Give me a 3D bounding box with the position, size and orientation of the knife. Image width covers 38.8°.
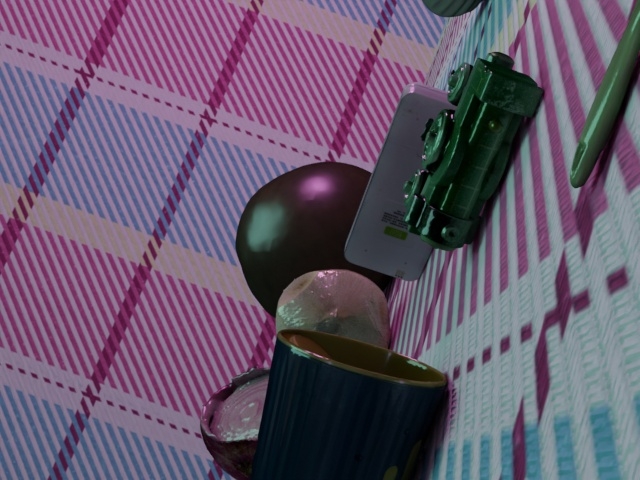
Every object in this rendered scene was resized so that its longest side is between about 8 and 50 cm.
[{"bbox_3d":[0.169,-0.124,0.468,0.030,0.014,0.207,33,-102,-87],"label":"knife"}]

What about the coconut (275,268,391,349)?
[{"bbox_3d":[0.017,0.116,1.194,0.162,0.161,0.161,1,-72,-88],"label":"coconut"}]

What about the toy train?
[{"bbox_3d":[0.127,-0.072,0.782,0.104,0.071,0.178,-96,26,-67],"label":"toy train"}]

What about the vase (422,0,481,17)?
[{"bbox_3d":[0.259,-0.483,1.644,0.248,0.128,0.128,-163,93,-82],"label":"vase"}]

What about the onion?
[{"bbox_3d":[-0.067,0.294,1.374,0.200,0.207,0.200,-25,-90,-87],"label":"onion"}]

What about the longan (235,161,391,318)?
[{"bbox_3d":[0.004,0.002,1.543,0.297,0.297,0.297,20,-90,-89],"label":"longan"}]

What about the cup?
[{"bbox_3d":[0.021,0.159,0.693,0.176,0.131,0.155,14,-87,-60],"label":"cup"}]

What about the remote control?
[{"bbox_3d":[0.107,-0.061,1.054,0.034,0.103,0.250,-73,1,-53],"label":"remote control"}]
